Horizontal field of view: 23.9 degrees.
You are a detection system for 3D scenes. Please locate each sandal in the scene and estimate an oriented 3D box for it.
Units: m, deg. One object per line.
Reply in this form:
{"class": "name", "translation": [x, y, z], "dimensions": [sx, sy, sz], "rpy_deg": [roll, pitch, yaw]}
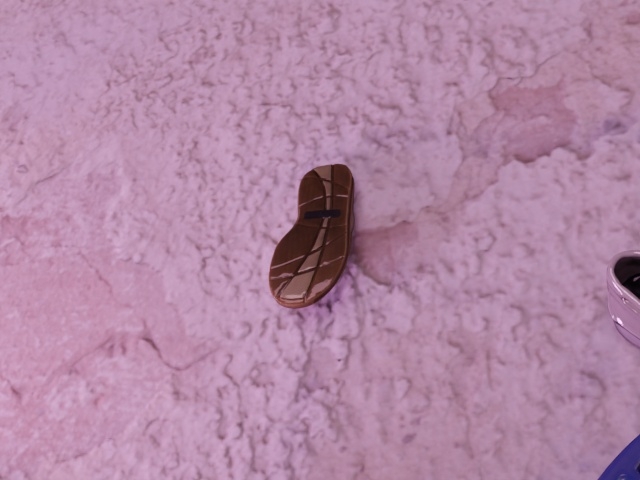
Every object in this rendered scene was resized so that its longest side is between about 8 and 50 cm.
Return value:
{"class": "sandal", "translation": [0.000, 0.000, 1.459], "dimensions": [0.072, 0.049, 0.180], "rpy_deg": [-1, 46, 15]}

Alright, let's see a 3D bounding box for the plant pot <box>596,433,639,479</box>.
{"class": "plant pot", "translation": [0.322, 0.229, 1.079], "dimensions": [0.236, 0.236, 0.212], "rpy_deg": [14, 61, 30]}

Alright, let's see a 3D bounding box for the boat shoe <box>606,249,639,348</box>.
{"class": "boat shoe", "translation": [0.355, 0.076, 1.240], "dimensions": [0.267, 0.088, 0.096], "rpy_deg": [29, 74, 33]}
